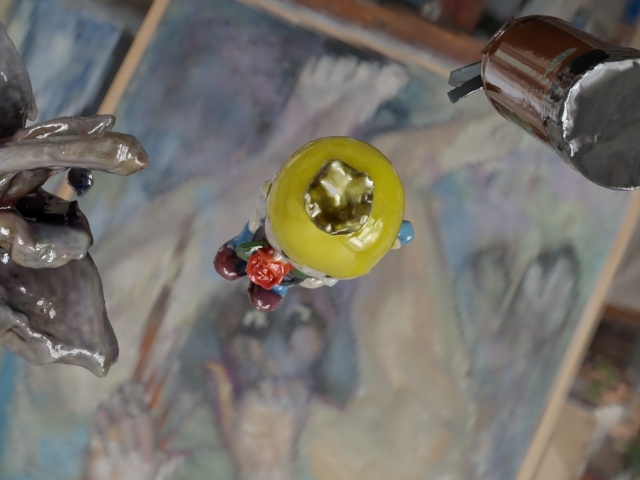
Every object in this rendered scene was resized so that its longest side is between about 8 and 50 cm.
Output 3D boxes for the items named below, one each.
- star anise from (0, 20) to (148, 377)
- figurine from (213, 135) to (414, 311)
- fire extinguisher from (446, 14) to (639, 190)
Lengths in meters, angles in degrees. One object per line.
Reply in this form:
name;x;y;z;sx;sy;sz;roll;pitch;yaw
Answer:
star anise;-0.164;-0.024;0.874;0.209;0.089;0.231;51;146;11
figurine;-0.012;-0.008;1.497;0.127;0.185;0.234;53;-173;-12
fire extinguisher;0.090;-0.058;0.706;0.177;0.062;0.050;-122;8;-75
